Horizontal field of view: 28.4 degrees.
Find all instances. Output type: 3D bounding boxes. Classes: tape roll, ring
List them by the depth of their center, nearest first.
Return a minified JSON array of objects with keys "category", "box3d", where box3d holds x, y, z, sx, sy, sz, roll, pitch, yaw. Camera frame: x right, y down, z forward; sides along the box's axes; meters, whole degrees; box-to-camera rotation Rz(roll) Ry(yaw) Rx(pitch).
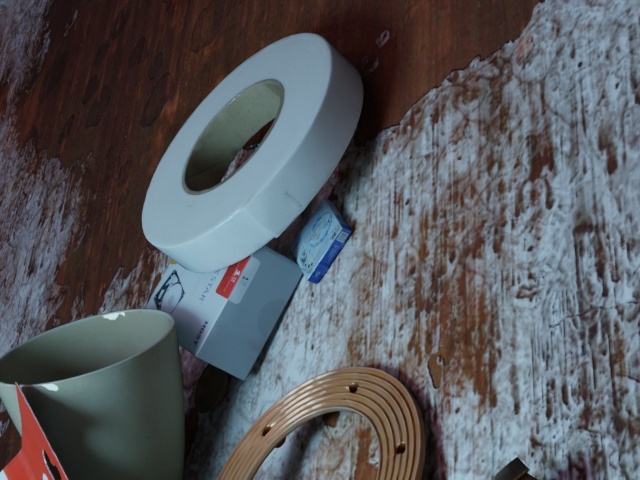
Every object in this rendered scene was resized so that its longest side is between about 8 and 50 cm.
[{"category":"ring","box3d":[-0.011,0.294,1.447,0.337,0.032,0.336,-32,33,25]},{"category":"tape roll","box3d":[-0.103,-0.129,1.817,0.392,0.072,0.392,-35,31,25]}]

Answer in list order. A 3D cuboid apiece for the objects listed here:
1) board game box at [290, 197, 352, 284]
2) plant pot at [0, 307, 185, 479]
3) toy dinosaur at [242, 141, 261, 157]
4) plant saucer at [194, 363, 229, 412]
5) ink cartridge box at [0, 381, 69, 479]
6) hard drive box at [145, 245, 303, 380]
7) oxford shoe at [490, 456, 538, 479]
[{"category":"board game box","box3d":[0.000,0.000,1.728,0.090,0.020,0.090,-56,31,17]},{"category":"plant pot","box3d":[-0.289,0.267,1.744,0.256,0.257,0.274,17,124,61]},{"category":"toy dinosaur","box3d":[-0.061,-0.120,1.887,0.118,0.064,0.268,-32,39,39]},{"category":"plant saucer","box3d":[-0.154,0.212,1.826,0.083,0.015,0.083,-38,39,39]},{"category":"ink cartridge box","box3d":[-0.365,0.420,1.584,0.308,0.091,0.385,49,142,42]},{"category":"hard drive box","box3d":[-0.145,0.078,1.823,0.232,0.089,0.181,20,80,60]},{"category":"oxford shoe","box3d":[0.152,0.305,1.206,0.076,0.076,0.212,43,124,18]}]
